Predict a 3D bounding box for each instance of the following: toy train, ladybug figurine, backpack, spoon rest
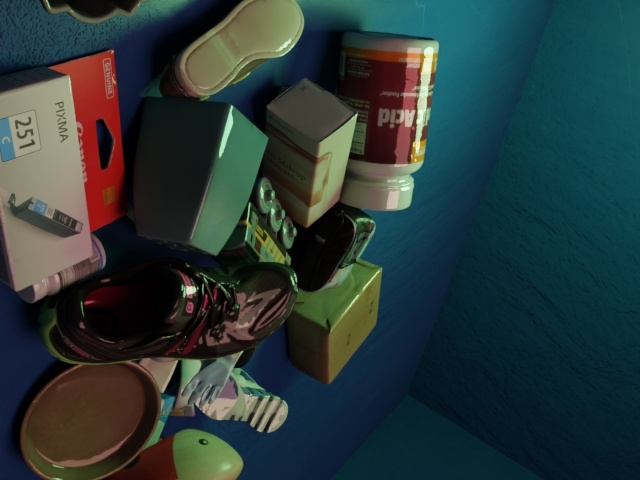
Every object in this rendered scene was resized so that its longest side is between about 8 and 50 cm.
[{"bbox_3d":[-0.151,-0.005,1.530,0.334,0.142,0.190,62,32,-61],"label":"toy train"},{"bbox_3d":[-0.393,0.563,1.586,0.449,0.161,0.305,-29,168,-2],"label":"ladybug figurine"},{"bbox_3d":[0.000,0.000,1.804,0.191,0.225,0.253,-5,127,-59],"label":"backpack"},{"bbox_3d":[-0.301,0.271,1.667,0.137,0.084,0.276,-107,-140,-72],"label":"spoon rest"}]

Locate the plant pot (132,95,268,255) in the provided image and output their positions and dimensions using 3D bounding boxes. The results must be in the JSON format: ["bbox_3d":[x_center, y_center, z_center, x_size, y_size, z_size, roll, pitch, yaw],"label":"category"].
[{"bbox_3d":[-0.220,-0.102,1.220,0.165,0.166,0.234,35,66,-67],"label":"plant pot"}]

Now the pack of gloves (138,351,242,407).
[{"bbox_3d":[-0.283,0.244,1.595,0.232,0.195,0.046,-61,-166,-9],"label":"pack of gloves"}]

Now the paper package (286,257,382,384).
[{"bbox_3d":[0.044,0.236,2.235,0.309,0.168,0.324,-48,153,-31],"label":"paper package"}]

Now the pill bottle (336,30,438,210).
[{"bbox_3d":[0.143,-0.281,1.670,0.224,0.224,0.392,-24,125,-54],"label":"pill bottle"}]

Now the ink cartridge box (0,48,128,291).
[{"bbox_3d":[-0.377,-0.109,1.051,0.261,0.066,0.296,-34,137,-45],"label":"ink cartridge box"}]

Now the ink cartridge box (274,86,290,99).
[{"bbox_3d":[-0.085,-0.277,1.547,0.063,0.029,0.115,-16,140,-59],"label":"ink cartridge box"}]

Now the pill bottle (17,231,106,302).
[{"bbox_3d":[-0.427,0.042,1.156,0.137,0.078,0.078,-35,146,-45],"label":"pill bottle"}]

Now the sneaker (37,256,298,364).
[{"bbox_3d":[-0.238,0.124,1.265,0.483,0.185,0.202,-9,168,-32],"label":"sneaker"}]

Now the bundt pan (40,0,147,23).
[{"bbox_3d":[-0.286,-0.437,0.835,0.331,0.124,0.330,-46,154,-31],"label":"bundt pan"}]

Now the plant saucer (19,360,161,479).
[{"bbox_3d":[-0.449,0.348,1.394,0.278,0.041,0.277,-16,118,-32],"label":"plant saucer"}]

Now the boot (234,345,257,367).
[{"bbox_3d":[-0.191,0.207,1.739,0.207,0.094,0.246,22,90,-87],"label":"boot"}]

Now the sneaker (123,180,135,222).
[{"bbox_3d":[-0.310,-0.062,1.300,0.084,0.058,0.152,-47,148,-10],"label":"sneaker"}]

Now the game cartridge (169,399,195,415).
[{"bbox_3d":[-0.352,0.410,1.740,0.017,0.083,0.056,-89,-179,-47],"label":"game cartridge"}]

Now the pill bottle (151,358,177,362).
[{"bbox_3d":[-0.279,0.167,1.450,0.272,0.152,0.152,-4,122,-40],"label":"pill bottle"}]

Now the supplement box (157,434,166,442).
[{"bbox_3d":[-0.400,0.515,1.750,0.043,0.083,0.055,-23,137,-55],"label":"supplement box"}]

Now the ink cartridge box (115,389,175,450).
[{"bbox_3d":[-0.427,0.402,1.567,0.191,0.082,0.139,2,115,-63],"label":"ink cartridge box"}]

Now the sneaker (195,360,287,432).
[{"bbox_3d":[-0.250,0.398,1.880,0.315,0.182,0.127,37,80,-37],"label":"sneaker"}]

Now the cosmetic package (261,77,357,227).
[{"bbox_3d":[-0.033,-0.184,1.558,0.129,0.153,0.296,-43,159,-30],"label":"cosmetic package"}]

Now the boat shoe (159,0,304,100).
[{"bbox_3d":[-0.153,-0.341,1.255,0.324,0.097,0.116,-47,113,-36],"label":"boat shoe"}]
